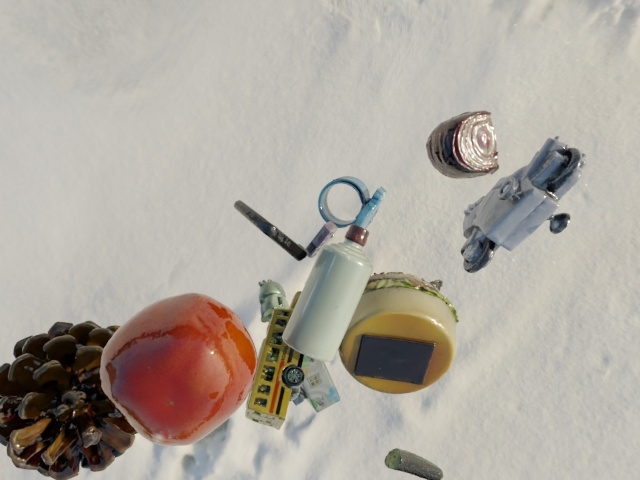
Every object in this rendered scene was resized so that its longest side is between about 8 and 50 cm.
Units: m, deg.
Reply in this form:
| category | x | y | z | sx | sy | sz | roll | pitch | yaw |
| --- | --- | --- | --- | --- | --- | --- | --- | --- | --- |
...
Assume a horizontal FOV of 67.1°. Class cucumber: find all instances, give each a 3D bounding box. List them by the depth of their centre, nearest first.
| category | x | y | z | sx | sy | sz | roll | pitch | yaw |
| --- | --- | --- | --- | --- | --- | --- | --- | --- | --- |
| cucumber | 0.247 | 0.577 | 1.234 | 0.214 | 0.058 | 0.052 | 33 | 75 | -34 |

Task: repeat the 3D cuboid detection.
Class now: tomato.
| category | x | y | z | sx | sy | sz | roll | pitch | yaw |
| --- | --- | --- | --- | --- | --- | --- | --- | --- | --- |
| tomato | -0.229 | 0.218 | 0.801 | 0.259 | 0.180 | 0.260 | 0 | 107 | -1 |

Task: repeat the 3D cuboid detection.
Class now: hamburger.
| category | x | y | z | sx | sy | sz | roll | pitch | yaw |
| --- | --- | --- | --- | --- | --- | --- | --- | --- | --- |
| hamburger | 0.176 | 0.208 | 1.118 | 0.300 | 0.176 | 0.300 | 1 | 120 | 2 |

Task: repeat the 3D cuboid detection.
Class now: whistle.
| category | x | y | z | sx | sy | sz | roll | pitch | yaw |
| --- | --- | --- | --- | --- | --- | --- | --- | --- | --- |
| whistle | -0.155 | 0.222 | 1.600 | 0.110 | 0.244 | 0.092 | 22 | 126 | -34 |

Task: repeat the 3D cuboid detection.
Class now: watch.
| category | x | y | z | sx | sy | sz | roll | pitch | yaw |
| --- | --- | --- | --- | --- | --- | --- | --- | --- | --- |
| watch | 0.098 | -0.131 | 1.621 | 0.193 | 0.211 | 0.211 | 31 | 107 | 7 |

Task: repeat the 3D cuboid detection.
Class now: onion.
| category | x | y | z | sx | sy | sz | roll | pitch | yaw |
| --- | --- | --- | --- | --- | --- | --- | --- | --- | --- |
| onion | 0.447 | -0.303 | 1.591 | 0.207 | 0.206 | 0.216 | -13 | 96 | -20 |

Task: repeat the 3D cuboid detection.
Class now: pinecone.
| category | x | y | z | sx | sy | sz | roll | pitch | yaw |
| --- | --- | --- | --- | --- | --- | --- | --- | --- | --- |
| pinecone | -0.552 | 0.373 | 1.082 | 0.384 | 0.384 | 0.384 | 2 | 106 | 7 |

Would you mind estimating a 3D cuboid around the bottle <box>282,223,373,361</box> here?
| category | x | y | z | sx | sy | sz | roll | pitch | yaw |
| --- | --- | --- | --- | --- | --- | --- | --- | --- | --- |
| bottle | 0.024 | 0.087 | 0.874 | 0.104 | 0.104 | 0.245 | 23 | 89 | 1 |

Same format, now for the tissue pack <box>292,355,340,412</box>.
| category | x | y | z | sx | sy | sz | roll | pitch | yaw |
| --- | --- | --- | --- | --- | --- | --- | --- | --- | --- |
| tissue pack | -0.061 | 0.418 | 1.535 | 0.145 | 0.159 | 0.229 | -28 | 109 | -15 |

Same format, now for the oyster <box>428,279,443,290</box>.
| category | x | y | z | sx | sy | sz | roll | pitch | yaw |
| --- | --- | --- | --- | --- | --- | --- | --- | --- | --- |
| oyster | 0.326 | 0.140 | 1.403 | 0.080 | 0.038 | 0.083 | 28 | 116 | -39 |

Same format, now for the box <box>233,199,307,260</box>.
| category | x | y | z | sx | sy | sz | roll | pitch | yaw |
| --- | --- | --- | --- | --- | --- | --- | --- | --- | --- |
| box | -0.092 | -0.021 | 0.877 | 0.027 | 0.126 | 0.125 | -51 | 139 | -3 |

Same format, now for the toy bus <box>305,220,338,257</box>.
| category | x | y | z | sx | sy | sz | roll | pitch | yaw |
| --- | --- | --- | --- | --- | --- | --- | --- | --- | --- |
| toy bus | 0.000 | 0.000 | 1.388 | 0.037 | 0.052 | 0.131 | 47 | 127 | 12 |

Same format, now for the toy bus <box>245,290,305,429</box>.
| category | x | y | z | sx | sy | sz | roll | pitch | yaw |
| --- | --- | --- | --- | --- | --- | --- | --- | --- | --- |
| toy bus | -0.091 | 0.281 | 1.198 | 0.123 | 0.336 | 0.121 | 14 | 145 | -1 |

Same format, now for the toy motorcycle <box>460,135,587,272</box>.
| category | x | y | z | sx | sy | sz | roll | pitch | yaw |
| --- | --- | --- | --- | --- | --- | --- | --- | --- | --- |
| toy motorcycle | 0.324 | -0.064 | 0.815 | 0.110 | 0.171 | 0.260 | 30 | 121 | -8 |
